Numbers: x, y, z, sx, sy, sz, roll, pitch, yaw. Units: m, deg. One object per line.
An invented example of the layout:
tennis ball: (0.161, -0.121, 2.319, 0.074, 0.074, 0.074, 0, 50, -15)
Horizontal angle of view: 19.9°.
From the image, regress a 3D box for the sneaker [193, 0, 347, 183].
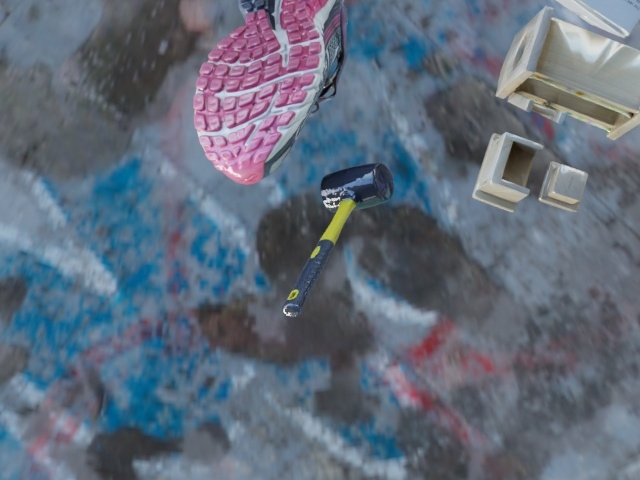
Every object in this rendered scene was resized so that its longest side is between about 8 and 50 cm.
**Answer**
sneaker: (-0.026, -0.159, 1.691, 0.121, 0.299, 0.112, -4, 133, 23)

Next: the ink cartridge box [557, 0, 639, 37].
ink cartridge box: (0.296, -0.307, 1.734, 0.087, 0.153, 0.208, 31, 97, -12)

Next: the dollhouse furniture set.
dollhouse furniture set: (0.230, -0.076, 1.500, 0.182, 0.101, 0.161, 20, 78, -6)

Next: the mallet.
mallet: (0.000, 0.000, 1.581, 0.062, 0.190, 0.039, -6, 126, 39)
